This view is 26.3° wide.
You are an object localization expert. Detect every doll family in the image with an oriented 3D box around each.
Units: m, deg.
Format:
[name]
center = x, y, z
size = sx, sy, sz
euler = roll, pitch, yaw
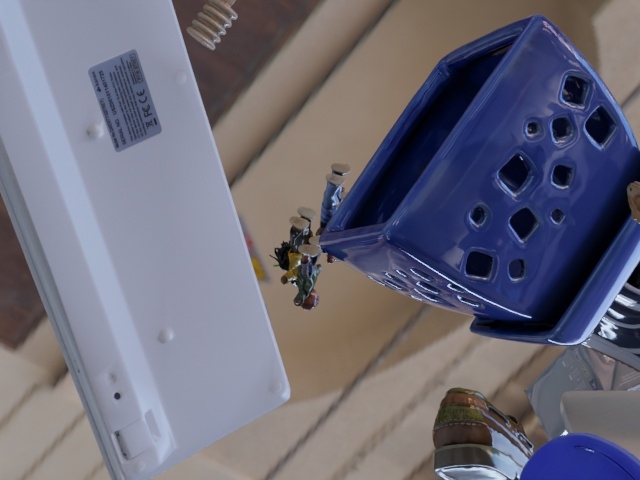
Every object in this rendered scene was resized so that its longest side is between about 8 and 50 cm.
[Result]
[doll family]
center = 0.000, 0.000, 1.548
size = 0.076, 0.111, 0.193
euler = 24, -133, 20

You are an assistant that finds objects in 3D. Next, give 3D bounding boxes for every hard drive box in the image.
[hard drive box]
center = 0.396, 0.173, 1.816
size = 0.089, 0.181, 0.232
euler = 65, -19, 18

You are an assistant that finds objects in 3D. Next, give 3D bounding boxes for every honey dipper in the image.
[honey dipper]
center = -0.057, -0.236, 1.172
size = 0.160, 0.030, 0.030
euler = -54, -150, 0

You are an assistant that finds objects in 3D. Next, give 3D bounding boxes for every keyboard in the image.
[keyboard]
center = -0.070, -0.039, 0.424
size = 0.072, 0.256, 0.014
euler = -30, -150, -28

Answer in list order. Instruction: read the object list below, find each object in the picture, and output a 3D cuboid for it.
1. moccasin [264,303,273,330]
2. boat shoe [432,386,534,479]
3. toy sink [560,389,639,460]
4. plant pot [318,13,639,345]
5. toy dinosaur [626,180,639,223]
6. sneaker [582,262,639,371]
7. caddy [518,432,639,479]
[moccasin]
center = -0.127, 0.131, 1.747
size = 0.117, 0.342, 0.137
euler = -12, -105, 2
[boat shoe]
center = 0.223, 0.265, 1.718
size = 0.111, 0.307, 0.104
euler = -8, -114, 18
[toy sink]
center = 0.387, 0.267, 1.544
size = 0.153, 0.234, 0.131
euler = -101, -166, -54
[plant pot]
center = 0.167, -0.034, 1.226
size = 0.236, 0.212, 0.236
euler = -56, -169, -9
[toy dinosaur]
center = 0.321, -0.029, 0.939
size = 0.211, 0.064, 0.112
euler = 3, -118, 35
[sneaker]
center = 0.380, 0.078, 1.418
size = 0.153, 0.282, 0.099
euler = 120, -10, -57
[caddy]
center = 0.151, 0.280, 0.768
size = 0.241, 0.179, 0.341
euler = -28, -141, 19
